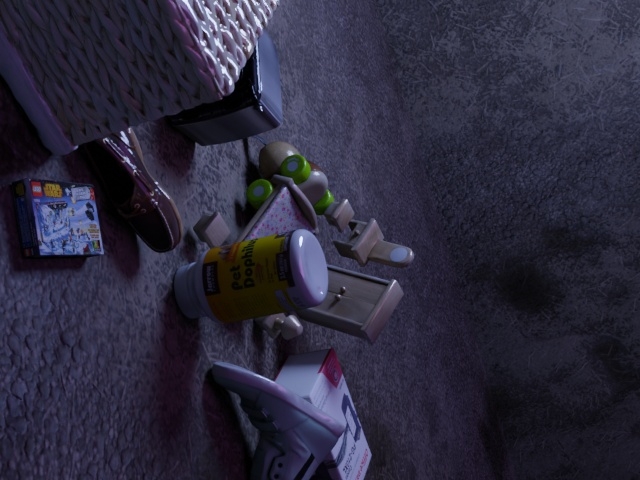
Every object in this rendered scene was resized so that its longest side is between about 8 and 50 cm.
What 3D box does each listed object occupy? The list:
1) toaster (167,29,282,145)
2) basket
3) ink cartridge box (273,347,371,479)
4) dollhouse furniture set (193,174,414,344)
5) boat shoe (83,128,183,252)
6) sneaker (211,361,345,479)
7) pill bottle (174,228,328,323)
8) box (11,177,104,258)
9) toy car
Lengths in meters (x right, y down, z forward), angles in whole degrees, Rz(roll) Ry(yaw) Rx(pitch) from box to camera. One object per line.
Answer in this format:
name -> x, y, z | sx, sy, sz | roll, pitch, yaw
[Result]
toaster -> -0.155, -0.249, 1.600 | 0.110, 0.168, 0.185 | 40, 41, -61
basket -> -0.256, -0.345, 1.248 | 0.328, 0.266, 0.331 | -73, 143, -53
ink cartridge box -> -0.002, 0.339, 1.758 | 0.172, 0.100, 0.237 | -58, 132, -62
dollhouse furniture set -> 0.000, 0.000, 1.679 | 0.303, 0.174, 0.355 | -56, 140, -25
boat shoe -> -0.260, -0.066, 1.354 | 0.207, 0.073, 0.073 | 62, 26, -20
sneaker -> -0.090, 0.300, 1.555 | 0.256, 0.094, 0.151 | 36, 78, -25
pill bottle -> -0.105, 0.058, 1.478 | 0.117, 0.215, 0.117 | -13, 90, -70
box -> -0.321, -0.025, 1.220 | 0.137, 0.027, 0.094 | 3, 77, -70
toy car -> -0.086, -0.125, 1.838 | 0.188, 0.149, 0.155 | 55, 2, 32
